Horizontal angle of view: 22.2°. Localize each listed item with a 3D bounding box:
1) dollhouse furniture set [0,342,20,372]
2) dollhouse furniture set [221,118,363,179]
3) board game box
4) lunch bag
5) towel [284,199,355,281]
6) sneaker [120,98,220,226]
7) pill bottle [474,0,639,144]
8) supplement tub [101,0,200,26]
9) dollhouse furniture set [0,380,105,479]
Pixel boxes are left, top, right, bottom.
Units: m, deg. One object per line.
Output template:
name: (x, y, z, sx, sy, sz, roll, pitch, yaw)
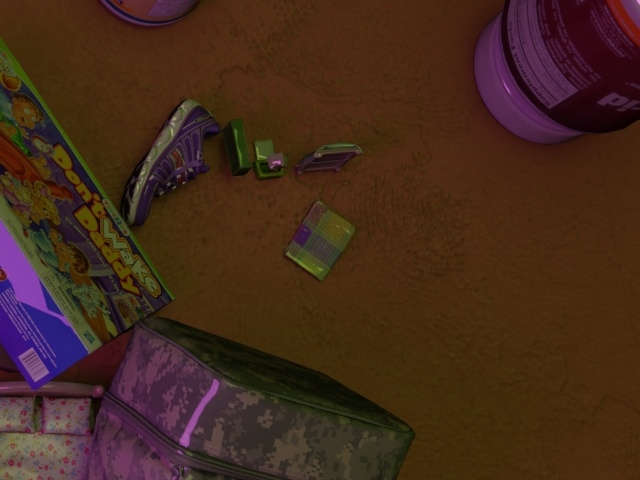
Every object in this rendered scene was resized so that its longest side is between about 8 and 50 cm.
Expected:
dollhouse furniture set: (-0.394, 0.053, 1.723, 0.151, 0.123, 0.144, 30, 63, -50)
dollhouse furniture set: (-0.034, -0.111, 1.876, 0.152, 0.076, 0.058, -7, 78, -22)
board game box: (-0.313, -0.038, 1.671, 0.078, 0.233, 0.347, -33, 91, 19)
lunch bag: (-0.085, 0.250, 1.664, 0.305, 0.212, 0.256, 22, 94, -38)
towel: (0.000, 0.000, 1.898, 0.060, 0.009, 0.083, 36, 68, -11)
sneaker: (-0.164, -0.082, 1.821, 0.071, 0.068, 0.170, 34, 67, -8)
pill bottle: (0.345, -0.252, 1.884, 0.224, 0.392, 0.224, 5, 76, -20)
supplement tub: (-0.171, -0.335, 1.809, 0.144, 0.200, 0.144, 5, 75, -20)
dollhouse furniture set: (-0.297, 0.277, 1.607, 0.356, 0.174, 0.303, 2, 71, -21)
